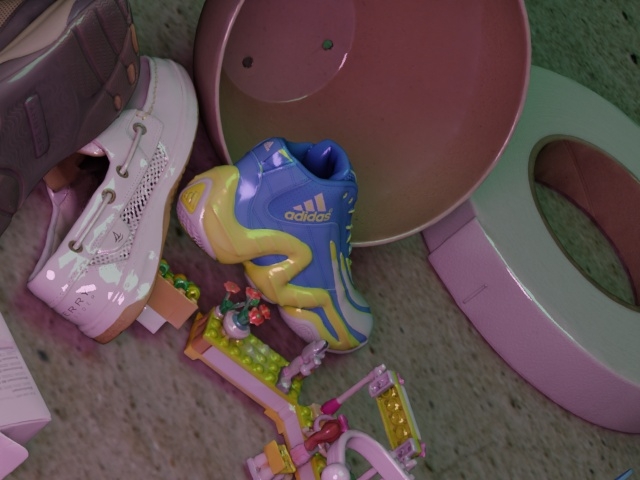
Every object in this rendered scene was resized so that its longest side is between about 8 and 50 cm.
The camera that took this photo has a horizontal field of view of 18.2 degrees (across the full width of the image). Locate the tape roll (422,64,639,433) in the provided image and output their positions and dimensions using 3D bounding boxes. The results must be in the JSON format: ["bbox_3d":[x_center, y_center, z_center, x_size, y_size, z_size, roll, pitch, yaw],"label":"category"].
[{"bbox_3d":[0.253,0.002,1.911,0.392,0.072,0.392,28,40,-27],"label":"tape roll"}]

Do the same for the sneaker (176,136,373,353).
[{"bbox_3d":[0.000,0.000,1.554,0.240,0.126,0.091,38,16,-48],"label":"sneaker"}]

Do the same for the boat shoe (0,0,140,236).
[{"bbox_3d":[-0.272,-0.072,1.398,0.130,0.132,0.355,18,41,28],"label":"boat shoe"}]

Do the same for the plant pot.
[{"bbox_3d":[0.007,-0.157,1.676,0.284,0.284,0.191,23,6,-31],"label":"plant pot"}]

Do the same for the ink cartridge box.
[{"bbox_3d":[-0.249,0.097,1.278,0.090,0.092,0.143,-7,61,-49],"label":"ink cartridge box"}]

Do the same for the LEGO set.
[{"bbox_3d":[-0.017,0.111,1.487,0.132,0.107,0.287,-15,69,-54],"label":"LEGO set"}]

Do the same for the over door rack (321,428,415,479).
[{"bbox_3d":[0.053,0.305,1.269,0.324,0.239,0.108,45,33,-3],"label":"over door rack"}]

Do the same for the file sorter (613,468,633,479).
[{"bbox_3d":[0.246,0.286,1.605,0.170,0.104,0.118,53,35,9],"label":"file sorter"}]

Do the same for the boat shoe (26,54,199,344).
[{"bbox_3d":[-0.162,-0.054,1.506,0.096,0.098,0.277,31,40,-23],"label":"boat shoe"}]
